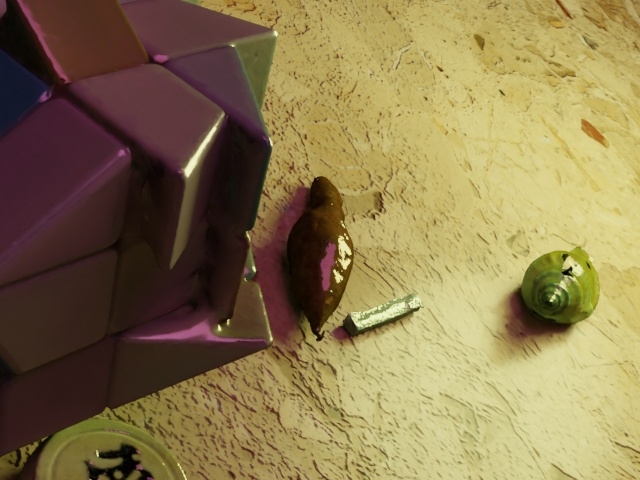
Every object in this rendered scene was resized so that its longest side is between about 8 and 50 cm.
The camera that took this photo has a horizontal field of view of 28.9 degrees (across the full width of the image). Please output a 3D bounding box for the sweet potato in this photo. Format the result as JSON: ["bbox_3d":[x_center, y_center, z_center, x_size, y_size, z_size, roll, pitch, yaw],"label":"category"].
[{"bbox_3d":[0.000,-0.003,1.380,0.074,0.075,0.269,23,36,-15],"label":"sweet potato"}]

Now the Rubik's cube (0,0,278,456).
[{"bbox_3d":[-0.211,-0.038,1.020,0.368,0.358,0.387,-23,51,-41],"label":"Rubik's cube"}]

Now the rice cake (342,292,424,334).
[{"bbox_3d":[0.071,0.081,1.383,0.121,0.021,0.022,-15,69,-46],"label":"rice cake"}]

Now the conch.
[{"bbox_3d":[0.303,0.058,1.550,0.200,0.079,0.095,-9,73,-53],"label":"conch"}]

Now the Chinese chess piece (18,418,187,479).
[{"bbox_3d":[-0.176,0.214,1.017,0.144,0.058,0.144,20,40,-18],"label":"Chinese chess piece"}]
